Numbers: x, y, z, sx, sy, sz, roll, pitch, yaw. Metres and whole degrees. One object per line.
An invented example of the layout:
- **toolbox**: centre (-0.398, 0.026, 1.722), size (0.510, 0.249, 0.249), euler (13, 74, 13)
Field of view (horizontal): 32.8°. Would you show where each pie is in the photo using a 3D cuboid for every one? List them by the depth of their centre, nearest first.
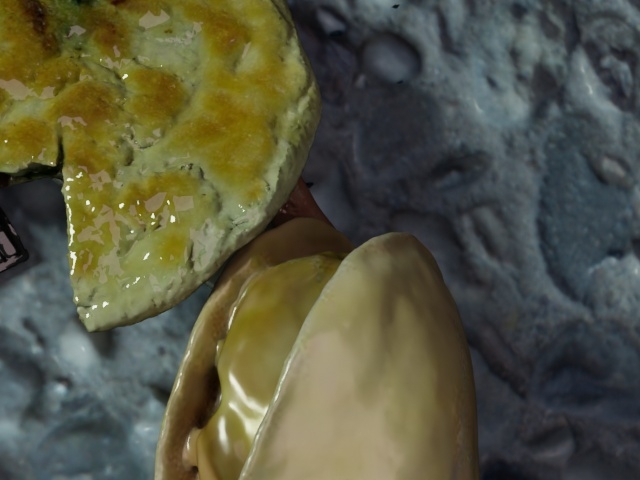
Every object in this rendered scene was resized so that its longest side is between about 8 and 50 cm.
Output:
- **pie**: centre (-0.162, -0.108, 0.747), size (0.337, 0.075, 0.338), euler (3, 73, -8)

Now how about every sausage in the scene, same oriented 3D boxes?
- **sausage**: centre (0.000, 0.000, 0.832), size (0.043, 0.043, 0.186), euler (-44, 114, -16)

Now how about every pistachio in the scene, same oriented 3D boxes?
- **pistachio**: centre (0.003, 0.148, 0.745), size (0.238, 0.229, 0.321), euler (0, 96, -54)

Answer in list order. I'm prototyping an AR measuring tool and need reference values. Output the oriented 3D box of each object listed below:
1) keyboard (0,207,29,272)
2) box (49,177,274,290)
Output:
- **keyboard**: centre (-0.329, 0.039, 0.741), size (0.250, 0.017, 0.087), euler (-32, 100, -18)
- **box**: centre (-0.108, -0.035, 0.820), size (0.167, 0.024, 0.090), euler (36, 75, -15)
